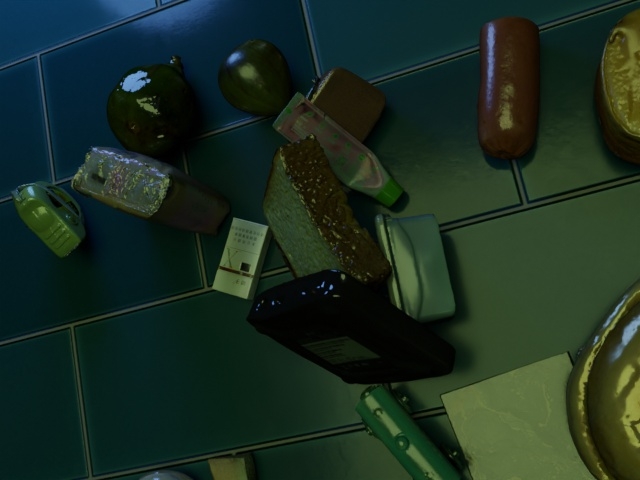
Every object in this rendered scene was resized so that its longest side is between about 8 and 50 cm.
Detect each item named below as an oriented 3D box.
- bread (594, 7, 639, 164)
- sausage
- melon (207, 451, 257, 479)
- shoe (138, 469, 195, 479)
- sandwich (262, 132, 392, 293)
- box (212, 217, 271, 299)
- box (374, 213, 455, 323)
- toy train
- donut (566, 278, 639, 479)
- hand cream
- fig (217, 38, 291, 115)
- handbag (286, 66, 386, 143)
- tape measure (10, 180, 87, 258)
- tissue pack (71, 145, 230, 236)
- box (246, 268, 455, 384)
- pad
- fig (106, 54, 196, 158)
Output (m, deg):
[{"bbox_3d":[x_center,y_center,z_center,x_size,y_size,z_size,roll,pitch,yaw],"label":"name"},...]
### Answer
[{"bbox_3d":[0.577,-0.268,1.269,0.195,0.143,0.269,-1,79,20],"label":"bread"},{"bbox_3d":[0.349,-0.279,1.363,0.114,0.113,0.259,0,80,18],"label":"sausage"},{"bbox_3d":[-0.162,0.508,1.426,0.098,0.054,0.182,-18,77,19],"label":"melon"},{"bbox_3d":[-0.285,0.610,1.369,0.172,0.198,0.351,-22,76,12],"label":"shoe"},{"bbox_3d":[0.000,0.000,1.354,0.099,0.271,0.301,-24,73,-18],"label":"sandwich"},{"bbox_3d":[-0.158,0.038,1.506,0.084,0.040,0.154,15,84,18],"label":"box"},{"bbox_3d":[0.165,0.061,1.342,0.130,0.162,0.227,-12,78,4],"label":"box"},{"bbox_3d":[0.154,0.356,1.296,0.101,0.159,0.248,-43,70,1],"label":"toy train"},{"bbox_3d":[0.613,0.249,1.145,0.449,0.198,0.448,-3,80,16],"label":"donut"},{"bbox_3d":[0.038,-0.163,1.407,0.275,0.050,0.079,38,67,-8],"label":"hand cream"},{"bbox_3d":[-0.095,-0.291,1.514,0.151,0.151,0.259,-42,94,7],"label":"fig"},{"bbox_3d":[0.025,-0.241,1.446,0.151,0.072,0.193,35,94,-15],"label":"handbag"},{"bbox_3d":[-0.584,-0.057,1.598,0.087,0.154,0.177,-38,102,12],"label":"tape measure"},{"bbox_3d":[-0.329,-0.097,1.468,0.215,0.257,0.123,20,91,21],"label":"tissue pack"},{"bbox_3d":[0.046,0.163,1.255,0.290,0.289,0.073,-21,40,52],"label":"box"},{"bbox_3d":[0.390,0.407,1.290,0.248,0.007,0.367,-23,75,13],"label":"pad"},{"bbox_3d":[-0.338,-0.293,1.561,0.195,0.195,0.245,13,51,19],"label":"fig"}]
